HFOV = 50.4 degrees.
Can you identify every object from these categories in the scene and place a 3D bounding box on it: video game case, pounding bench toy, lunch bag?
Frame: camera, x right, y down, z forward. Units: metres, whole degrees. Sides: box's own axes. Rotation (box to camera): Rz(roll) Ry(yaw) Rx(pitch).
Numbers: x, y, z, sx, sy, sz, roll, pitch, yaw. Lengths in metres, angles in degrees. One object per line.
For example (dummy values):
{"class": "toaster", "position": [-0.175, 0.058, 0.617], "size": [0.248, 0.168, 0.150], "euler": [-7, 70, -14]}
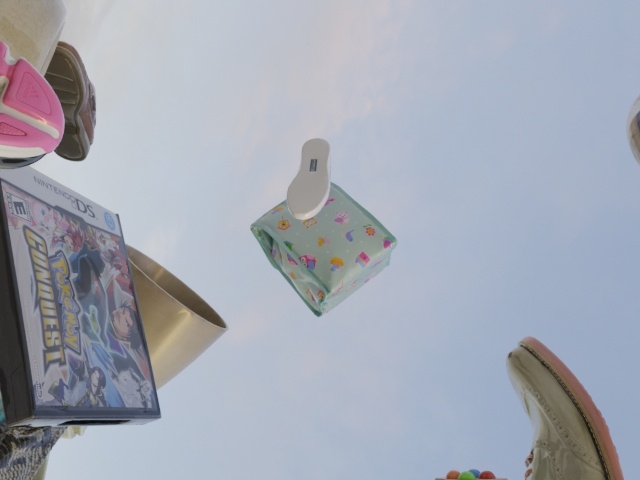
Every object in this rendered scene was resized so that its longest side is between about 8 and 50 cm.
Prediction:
{"class": "video game case", "position": [-0.268, 0.063, 0.739], "size": [0.035, 0.248, 0.275], "euler": [-20, -108, 8]}
{"class": "pounding bench toy", "position": [0.131, 0.253, 0.647], "size": [0.052, 0.083, 0.065], "euler": [147, -55, -64]}
{"class": "lunch bag", "position": [0.000, 0.000, 1.516], "size": [0.262, 0.223, 0.160], "euler": [46, -23, 18]}

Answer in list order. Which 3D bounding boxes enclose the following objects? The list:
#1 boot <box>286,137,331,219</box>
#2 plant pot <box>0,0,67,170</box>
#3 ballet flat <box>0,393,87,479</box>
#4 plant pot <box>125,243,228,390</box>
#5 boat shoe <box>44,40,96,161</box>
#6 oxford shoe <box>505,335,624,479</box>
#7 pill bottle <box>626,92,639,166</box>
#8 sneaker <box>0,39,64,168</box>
{"class": "boot", "position": [-0.011, -0.082, 1.144], "size": [0.086, 0.069, 0.190], "euler": [86, 14, -45]}
{"class": "plant pot", "position": [-0.274, -0.130, 0.420], "size": [0.284, 0.191, 0.284], "euler": [-46, -149, 39]}
{"class": "ballet flat", "position": [-0.368, 0.221, 0.842], "size": [0.483, 0.164, 0.182], "euler": [-77, 161, -67]}
{"class": "plant pot", "position": [-0.353, 0.187, 1.236], "size": [0.274, 0.256, 0.256], "euler": [-51, -143, -4]}
{"class": "boat shoe", "position": [-0.515, -0.297, 1.376], "size": [0.307, 0.110, 0.104], "euler": [115, -13, -54]}
{"class": "oxford shoe", "position": [0.282, 0.287, 0.799], "size": [0.146, 0.140, 0.397], "euler": [-22, -137, 7]}
{"class": "pill bottle", "position": [0.397, -0.152, 0.584], "size": [0.265, 0.153, 0.153], "euler": [104, -19, -63]}
{"class": "sneaker", "position": [-0.198, -0.057, 0.289], "size": [0.075, 0.170, 0.063], "euler": [122, -27, -53]}
